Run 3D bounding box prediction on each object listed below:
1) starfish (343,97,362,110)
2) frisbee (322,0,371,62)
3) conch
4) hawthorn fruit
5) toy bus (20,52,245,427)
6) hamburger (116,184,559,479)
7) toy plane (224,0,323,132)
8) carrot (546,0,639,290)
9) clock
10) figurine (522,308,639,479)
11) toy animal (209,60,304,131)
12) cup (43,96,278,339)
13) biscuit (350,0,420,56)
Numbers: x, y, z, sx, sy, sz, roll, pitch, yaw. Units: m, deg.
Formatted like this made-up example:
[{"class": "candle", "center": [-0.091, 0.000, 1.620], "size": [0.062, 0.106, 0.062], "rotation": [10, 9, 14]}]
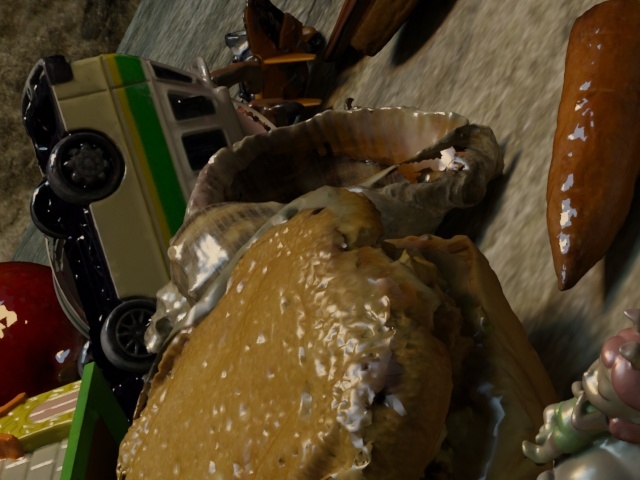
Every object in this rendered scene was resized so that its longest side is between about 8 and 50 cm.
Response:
[{"class": "starfish", "center": [0.024, -0.066, 1.503], "size": [0.133, 0.041, 0.130], "rotation": [-41, -36, -82]}, {"class": "frisbee", "center": [0.060, -0.308, 1.776], "size": [0.251, 0.021, 0.251], "rotation": [-157, 90, -85]}, {"class": "conch", "center": [0.001, 0.015, 1.215], "size": [0.291, 0.159, 0.210], "rotation": [-20, 24, -8]}, {"class": "hawthorn fruit", "center": [-0.346, 0.152, 1.809], "size": [0.311, 0.295, 0.295], "rotation": [-48, 19, 31]}, {"class": "toy bus", "center": [-0.131, -0.008, 1.344], "size": [0.143, 0.179, 0.305], "rotation": [137, 115, -68]}, {"class": "hamburger", "center": [-0.003, 0.123, 0.936], "size": [0.318, 0.158, 0.319], "rotation": [-38, 35, 33]}, {"class": "toy plane", "center": [-0.049, -0.210, 1.861], "size": [0.316, 0.103, 0.204], "rotation": [-87, -10, -72]}, {"class": "carrot", "center": [0.169, -0.056, 0.984], "size": [0.072, 0.072, 0.205], "rotation": [-36, 29, 54]}, {"class": "clock", "center": [-0.268, 0.225, 1.196], "size": [0.255, 0.106, 0.220], "rotation": [-20, 24, 7]}, {"class": "figurine", "center": [0.161, 0.079, 0.707], "size": [0.146, 0.098, 0.081], "rotation": [-43, 41, 36]}, {"class": "toy animal", "center": [-0.135, -0.108, 1.687], "size": [0.312, 0.157, 0.097], "rotation": [135, 117, -71]}, {"class": "cup", "center": [-0.149, 0.006, 1.561], "size": [0.253, 0.253, 0.274], "rotation": [-63, 8, -15]}, {"class": "biscuit", "center": [0.161, -0.362, 1.570], "size": [0.432, 0.064, 0.283], "rotation": [-60, 4, 9]}]
